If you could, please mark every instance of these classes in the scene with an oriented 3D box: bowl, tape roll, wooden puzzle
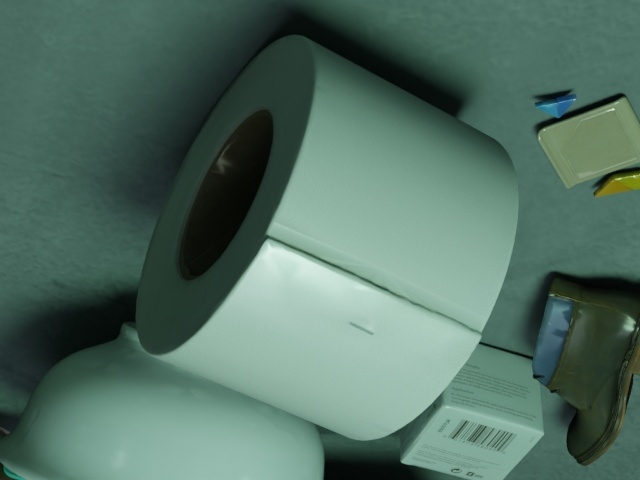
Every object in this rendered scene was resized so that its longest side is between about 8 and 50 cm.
[{"bbox_3d":[-0.119,0.151,1.135,0.298,0.134,0.298,14,179,0],"label":"bowl"},{"bbox_3d":[0.000,0.000,0.930,0.169,0.246,0.246,25,132,-23],"label":"tape roll"},{"bbox_3d":[0.211,-0.075,1.008,0.079,0.014,0.116,-18,134,14],"label":"wooden puzzle"}]

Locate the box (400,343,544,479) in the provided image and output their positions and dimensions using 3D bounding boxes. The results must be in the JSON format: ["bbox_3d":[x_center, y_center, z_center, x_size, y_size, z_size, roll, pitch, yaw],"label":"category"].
[{"bbox_3d":[0.136,0.156,1.202,0.101,0.087,0.102,17,136,-14],"label":"box"}]

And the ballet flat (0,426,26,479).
[{"bbox_3d":[-0.302,0.220,1.257,0.222,0.076,0.079,11,139,8],"label":"ballet flat"}]

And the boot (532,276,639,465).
[{"bbox_3d":[0.232,0.114,1.177,0.106,0.082,0.219,20,134,6],"label":"boot"}]
